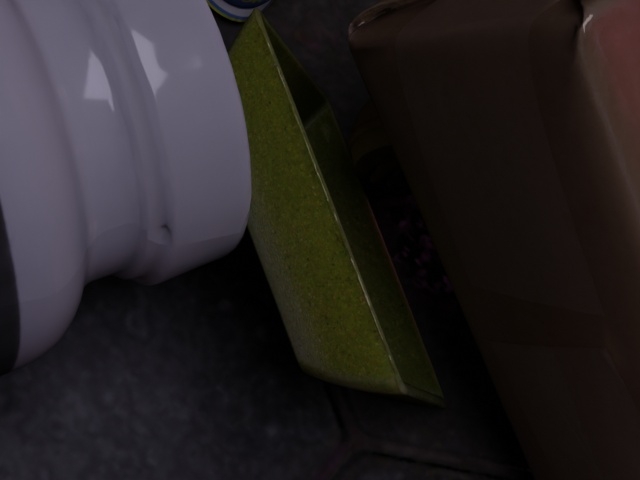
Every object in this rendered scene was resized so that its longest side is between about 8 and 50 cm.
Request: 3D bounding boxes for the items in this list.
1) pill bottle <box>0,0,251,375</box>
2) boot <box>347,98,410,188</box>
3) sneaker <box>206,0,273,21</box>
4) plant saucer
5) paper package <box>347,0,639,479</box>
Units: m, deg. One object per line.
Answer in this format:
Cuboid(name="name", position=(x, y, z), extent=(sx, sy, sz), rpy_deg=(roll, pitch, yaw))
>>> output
Cuboid(name="pill bottle", position=(-0.229, -0.020, 0.689), extent=(0.362, 0.210, 0.210), rpy_deg=(-20, 79, -23))
Cuboid(name="boot", position=(0.089, -0.171, 0.921), extent=(0.236, 0.089, 0.270), rpy_deg=(-7, 74, -32))
Cuboid(name="sneaker", position=(-0.012, -0.186, 0.901), extent=(0.053, 0.059, 0.144), rpy_deg=(33, 64, -3))
Cuboid(name="plant saucer", position=(0.000, 0.000, 0.795), extent=(0.045, 0.188, 0.188), rpy_deg=(-23, 79, 7))
Cuboid(name="paper package", position=(0.218, -0.033, 0.806), extent=(0.309, 0.168, 0.325), rpy_deg=(-35, 112, -26))
